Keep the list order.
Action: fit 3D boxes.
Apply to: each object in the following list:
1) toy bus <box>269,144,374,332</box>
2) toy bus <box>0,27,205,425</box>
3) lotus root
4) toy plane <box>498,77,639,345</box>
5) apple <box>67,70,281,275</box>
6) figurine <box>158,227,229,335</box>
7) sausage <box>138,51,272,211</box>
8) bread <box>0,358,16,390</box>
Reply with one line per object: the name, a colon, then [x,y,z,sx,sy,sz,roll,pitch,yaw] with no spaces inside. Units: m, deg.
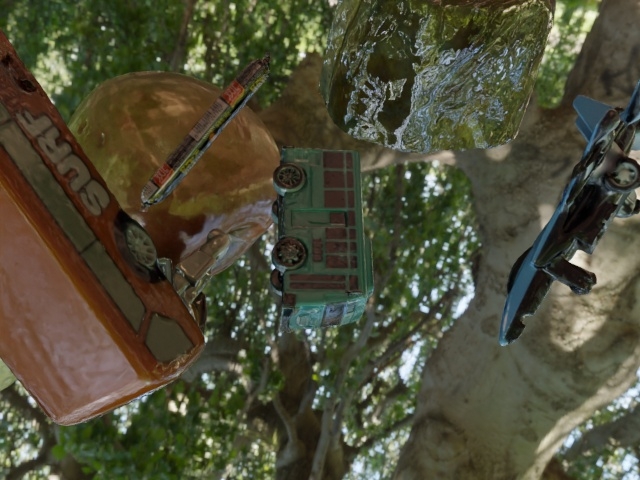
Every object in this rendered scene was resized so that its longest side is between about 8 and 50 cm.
toy bus: [0.000,0.000,0.598,0.092,0.079,0.160,1,-115,-4]
toy bus: [-0.210,-0.070,0.371,0.093,0.408,0.092,-26,-164,16]
lotus root: [0.161,-0.240,0.747,0.267,0.260,0.149,-2,-135,-18]
toy plane: [0.221,-0.016,0.557,0.078,0.246,0.169,20,173,27]
apple: [-0.242,-0.098,1.037,0.305,0.338,0.339,52,-150,14]
figurine: [-0.229,0.112,0.856,0.143,0.309,0.308,60,-151,5]
sausage: [-0.111,-0.104,0.633,0.028,0.198,0.025,38,178,43]
bread: [-0.568,0.090,1.010,0.321,0.320,0.237,21,166,18]
